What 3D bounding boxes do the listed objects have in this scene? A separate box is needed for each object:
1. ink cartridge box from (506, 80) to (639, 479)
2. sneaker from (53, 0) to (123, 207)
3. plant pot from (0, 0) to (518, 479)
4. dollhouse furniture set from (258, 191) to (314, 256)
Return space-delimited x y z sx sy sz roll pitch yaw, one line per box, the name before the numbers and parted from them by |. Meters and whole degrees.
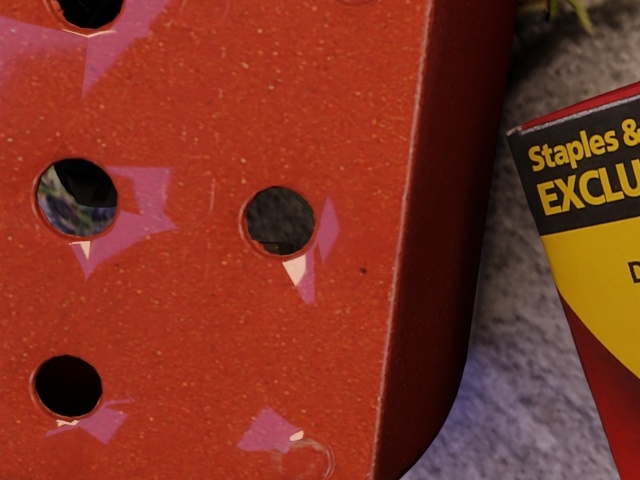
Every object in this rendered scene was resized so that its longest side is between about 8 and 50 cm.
ink cartridge box | 0.214 -0.015 0.346 0.309 0.130 0.271 -15 95 55
sneaker | -0.090 -0.148 0.614 0.106 0.101 0.267 32 115 40
plant pot | -0.060 -0.044 0.446 0.267 0.236 0.267 7 107 2
dollhouse furniture set | 0.000 0.000 0.624 0.151 0.058 0.076 -49 66 15
